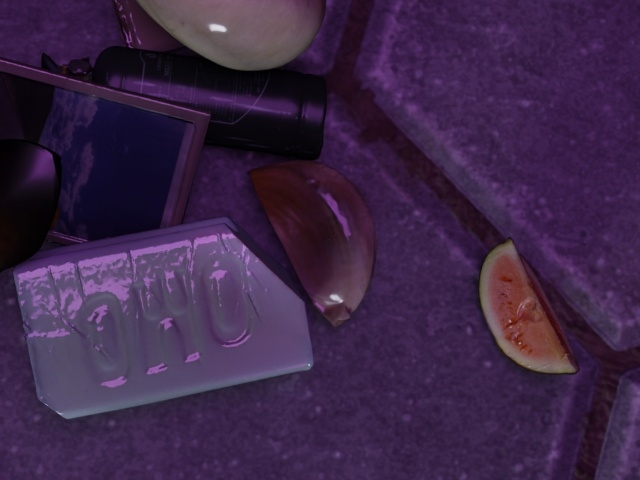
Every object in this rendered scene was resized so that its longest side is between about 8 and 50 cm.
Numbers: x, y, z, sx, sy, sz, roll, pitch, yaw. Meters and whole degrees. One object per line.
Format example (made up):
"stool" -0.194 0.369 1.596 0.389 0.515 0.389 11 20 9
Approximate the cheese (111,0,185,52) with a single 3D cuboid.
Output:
"cheese" -0.234 -0.398 1.769 0.085 0.034 0.400 -18 83 -6

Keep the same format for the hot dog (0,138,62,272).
"hot dog" -0.409 -0.028 1.615 0.326 0.107 0.194 8 101 9

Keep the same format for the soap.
"soap" -0.164 0.077 1.646 0.289 0.095 0.172 -11 98 -10

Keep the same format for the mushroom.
"mushroom" -0.095 -0.297 1.643 0.246 0.246 0.202 32 113 -2

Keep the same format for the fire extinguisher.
"fire extinguisher" -0.151 -0.157 1.711 0.311 0.095 0.114 6 35 -8

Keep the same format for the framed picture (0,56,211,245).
"framed picture" -0.261 -0.083 1.669 0.260 0.023 0.189 15 109 -7

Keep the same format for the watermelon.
"watermelon" 0.234 0.075 1.738 0.069 0.087 0.163 -21 85 -42

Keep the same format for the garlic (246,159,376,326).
"garlic" 0.008 -0.013 1.711 0.101 0.087 0.195 -29 89 11
